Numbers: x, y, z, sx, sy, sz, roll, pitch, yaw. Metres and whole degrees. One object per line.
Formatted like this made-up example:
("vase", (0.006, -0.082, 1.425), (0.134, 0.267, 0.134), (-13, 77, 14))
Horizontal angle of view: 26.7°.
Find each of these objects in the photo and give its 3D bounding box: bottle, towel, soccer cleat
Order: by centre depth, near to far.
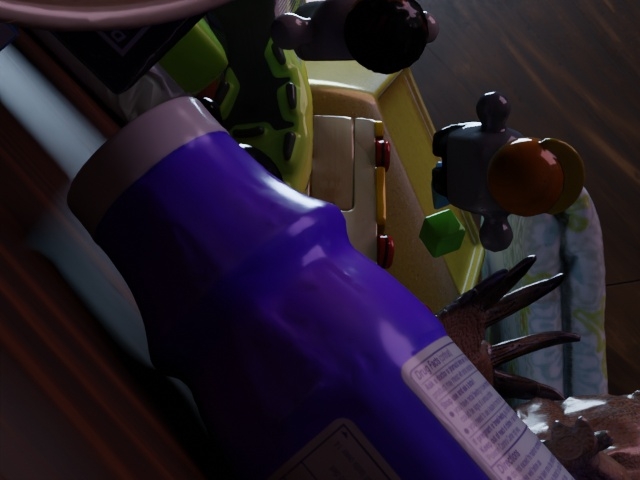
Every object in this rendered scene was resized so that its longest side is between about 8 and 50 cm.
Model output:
("bottle", (0.018, 0.070, 0.499), (0.283, 0.092, 0.118), (49, 8, 9))
("soccer cleat", (-0.041, -0.122, 1.082), (0.121, 0.093, 0.289), (44, 37, -61))
("towel", (0.234, 0.103, 1.406), (0.320, 0.090, 0.374), (-107, -166, -83))

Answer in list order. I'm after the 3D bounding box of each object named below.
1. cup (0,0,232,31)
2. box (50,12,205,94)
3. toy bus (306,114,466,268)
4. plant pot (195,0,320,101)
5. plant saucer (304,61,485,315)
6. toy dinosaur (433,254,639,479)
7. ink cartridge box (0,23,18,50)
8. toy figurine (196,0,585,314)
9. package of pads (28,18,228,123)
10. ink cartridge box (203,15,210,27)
("cup", (-0.149, -0.244, 0.488), (0.237, 0.331, 0.331), (11, -27, 48))
("box", (-0.097, -0.296, 0.708), (0.296, 0.294, 0.182), (44, 31, -10))
("toy bus", (0.006, -0.009, 1.129), (0.191, 0.202, 0.104), (43, -30, 21))
("plant pot", (-0.013, -0.172, 1.678), (0.272, 0.272, 0.265), (46, 12, -44))
("plant saucer", (0.082, -0.049, 1.375), (0.332, 0.081, 0.333), (66, 16, -10))
("toy dinosaur", (0.142, 0.110, 0.660), (0.296, 0.127, 0.200), (24, 22, -14))
("ink cartridge box", (-0.179, -0.120, 0.680), (0.048, 0.028, 0.083), (49, 3, -23))
("toy figurine", (0.026, -0.036, 0.818), (0.213, 0.209, 0.148), (46, -7, -18))
("package of pads", (-0.213, -0.237, 0.995), (0.296, 0.101, 0.229), (48, 5, -32))
("ink cartridge box", (-0.117, -0.241, 1.240), (0.092, 0.219, 0.160), (47, 4, -20))
